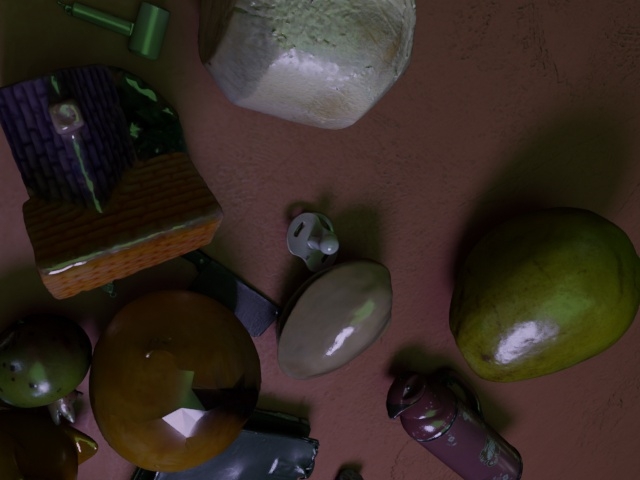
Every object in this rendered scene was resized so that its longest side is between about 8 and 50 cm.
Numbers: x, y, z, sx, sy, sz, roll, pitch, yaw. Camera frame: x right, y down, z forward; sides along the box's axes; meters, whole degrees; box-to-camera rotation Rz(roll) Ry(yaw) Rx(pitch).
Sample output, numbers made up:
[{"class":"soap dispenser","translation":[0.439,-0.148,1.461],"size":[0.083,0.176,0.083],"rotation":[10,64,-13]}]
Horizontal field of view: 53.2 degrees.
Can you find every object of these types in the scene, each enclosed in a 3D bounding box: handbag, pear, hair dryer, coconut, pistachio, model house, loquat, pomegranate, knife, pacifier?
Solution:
[{"class":"handbag","translation":[-0.156,0.387,1.027],"size":[0.260,0.079,0.247],"rotation":[21,102,-28]},{"class":"pear","translation":[0.346,0.087,1.007],"size":[0.307,0.253,0.253],"rotation":[-40,120,13]},{"class":"hair dryer","translation":[-0.246,-0.264,0.758],"size":[0.124,0.038,0.063],"rotation":[16,103,-18]},{"class":"coconut","translation":[-0.003,-0.255,0.742],"size":[0.247,0.245,0.244],"rotation":[7,108,-25]},{"class":"pistachio","translation":[0.023,0.117,0.962],"size":[0.152,0.126,0.223],"rotation":[32,108,-24]},{"class":"model house","translation":[-0.225,-0.073,0.707],"size":[0.202,0.237,0.236],"rotation":[-15,107,-20]},{"class":"loquat","translation":[-0.190,0.181,0.846],"size":[0.235,0.235,0.235],"rotation":[-8,113,-18]},{"class":"pomegranate","translation":[-0.352,0.165,0.836],"size":[0.129,0.129,0.159],"rotation":[-43,130,-1]},{"class":"knife","translation":[-0.158,0.067,0.931],"size":[0.072,0.019,0.245],"rotation":[-46,121,3]},{"class":"pacifier","translation":[0.000,0.000,0.933],"size":[0.099,0.078,0.081],"rotation":[43,71,-29]}]

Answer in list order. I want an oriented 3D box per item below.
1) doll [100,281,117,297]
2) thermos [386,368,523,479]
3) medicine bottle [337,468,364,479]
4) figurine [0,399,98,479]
[{"class":"doll","translation":[-0.301,0.027,0.849],"size":[0.057,0.039,0.114],"rotation":[-32,113,-31]},{"class":"thermos","translation":[0.241,0.328,1.139],"size":[0.136,0.109,0.330],"rotation":[-46,119,1]},{"class":"medicine bottle","translation":[0.024,0.510,1.162],"size":[0.051,0.051,0.191],"rotation":[18,104,-26]},{"class":"figurine","translation":[-0.392,0.320,0.822],"size":[0.215,0.228,0.215],"rotation":[2,114,4]}]
